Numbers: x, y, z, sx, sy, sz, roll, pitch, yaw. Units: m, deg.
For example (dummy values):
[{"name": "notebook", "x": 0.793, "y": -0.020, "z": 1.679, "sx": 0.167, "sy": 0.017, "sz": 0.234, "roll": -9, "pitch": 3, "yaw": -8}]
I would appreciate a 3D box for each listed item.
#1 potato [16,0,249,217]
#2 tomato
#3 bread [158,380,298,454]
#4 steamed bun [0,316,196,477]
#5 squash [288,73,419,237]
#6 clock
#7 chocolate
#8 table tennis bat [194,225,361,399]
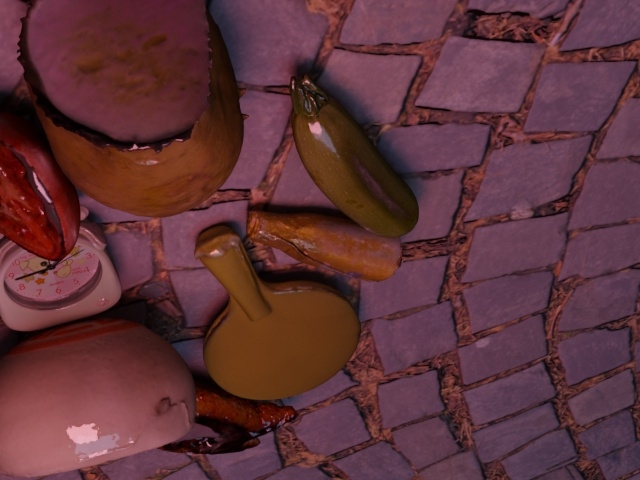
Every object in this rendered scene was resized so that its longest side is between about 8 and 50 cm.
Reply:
[{"name": "potato", "x": -0.185, "y": -0.129, "z": 1.359, "sx": 0.229, "sy": 0.229, "sz": 0.266, "roll": -18, "pitch": 156, "yaw": -6}, {"name": "tomato", "x": -0.324, "y": -0.073, "z": 1.396, "sx": 0.082, "sy": 0.166, "sz": 0.174, "roll": -48, "pitch": 159, "yaw": -35}, {"name": "bread", "x": -0.165, "y": 0.261, "z": 1.879, "sx": 0.139, "sy": 0.095, "sz": 0.268, "roll": -34, "pitch": 153, "yaw": 32}, {"name": "steamed bun", "x": -0.304, "y": 0.190, "z": 1.627, "sx": 0.282, "sy": 0.177, "sz": 0.283, "roll": -13, "pitch": 179, "yaw": 0}, {"name": "squash", "x": 0.032, "y": -0.092, "z": 1.569, "sx": 0.094, "sy": 0.094, "sz": 0.341, "roll": -31, "pitch": 141, "yaw": 10}, {"name": "clock", "x": -0.329, "y": 0.024, "z": 1.548, "sx": 0.151, "sy": 0.062, "sz": 0.191, "roll": -14, "pitch": 139, "yaw": -9}, {"name": "chocolate", "x": 0.000, "y": 0.000, "z": 1.674, "sx": 0.219, "sy": 0.086, "sz": 0.086, "roll": 13, "pitch": 129, "yaw": -30}, {"name": "table tennis bat", "x": -0.078, "y": 0.104, "z": 1.748, "sx": 0.224, "sy": 0.054, "sz": 0.369, "roll": -27, "pitch": 136, "yaw": 4}]
